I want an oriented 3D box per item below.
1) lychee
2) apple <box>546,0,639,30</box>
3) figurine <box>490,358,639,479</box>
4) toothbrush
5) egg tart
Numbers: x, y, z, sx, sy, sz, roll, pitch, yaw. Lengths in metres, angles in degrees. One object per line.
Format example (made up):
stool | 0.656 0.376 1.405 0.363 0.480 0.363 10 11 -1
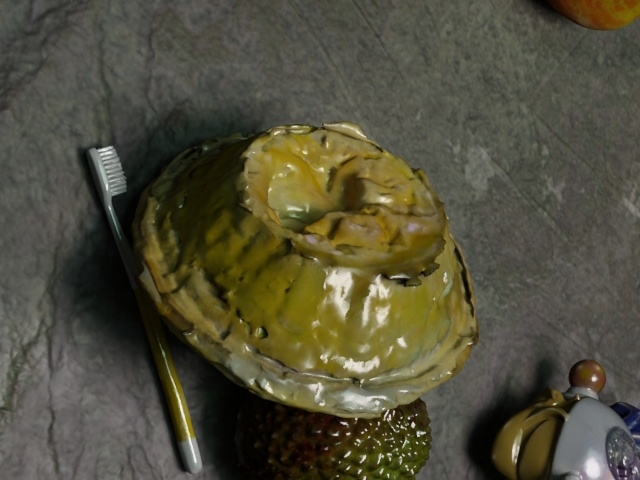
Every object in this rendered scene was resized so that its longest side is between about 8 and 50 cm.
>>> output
lychee | 0.016 0.161 1.140 0.171 0.171 0.171 5 82 -37
apple | 0.293 -0.322 1.407 0.173 0.160 0.195 38 62 -32
figurine | 0.288 0.239 1.368 0.274 0.133 0.193 38 75 -43
toothbrush | -0.143 0.059 1.120 0.024 0.021 0.288 -20 97 -27
egg tart | 0.000 0.000 1.091 0.315 0.120 0.315 13 43 -13
